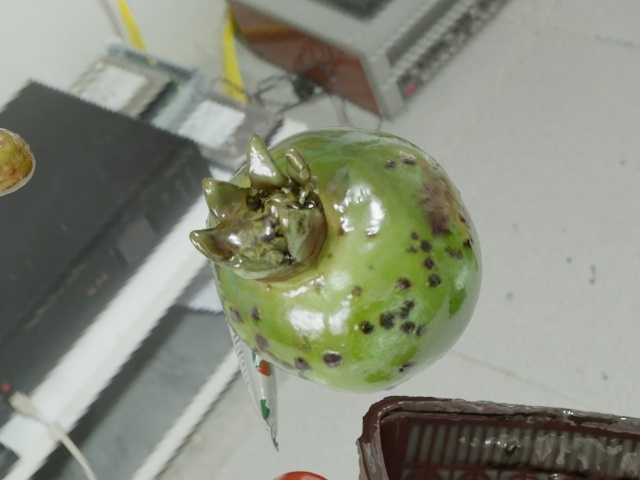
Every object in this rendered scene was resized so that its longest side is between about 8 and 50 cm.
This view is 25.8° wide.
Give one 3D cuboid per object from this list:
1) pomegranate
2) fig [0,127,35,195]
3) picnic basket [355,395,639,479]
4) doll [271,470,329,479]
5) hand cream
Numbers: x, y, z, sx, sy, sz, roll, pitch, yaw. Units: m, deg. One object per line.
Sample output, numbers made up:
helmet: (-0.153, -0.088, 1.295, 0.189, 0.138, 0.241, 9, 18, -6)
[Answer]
pomegranate: (-0.006, -0.006, 1.114, 0.231, 0.286, 0.231, -23, 50, 31)
fig: (-0.239, -0.043, 0.989, 0.050, 0.050, 0.083, 28, 75, 37)
picnic basket: (0.158, 0.223, 0.981, 0.297, 0.129, 0.222, 7, 29, -13)
doll: (-0.032, 0.211, 0.739, 0.161, 0.130, 0.290, 25, 25, 14)
hand cream: (-0.077, 0.093, 1.544, 0.059, 0.095, 0.276, -12, 67, 0)
